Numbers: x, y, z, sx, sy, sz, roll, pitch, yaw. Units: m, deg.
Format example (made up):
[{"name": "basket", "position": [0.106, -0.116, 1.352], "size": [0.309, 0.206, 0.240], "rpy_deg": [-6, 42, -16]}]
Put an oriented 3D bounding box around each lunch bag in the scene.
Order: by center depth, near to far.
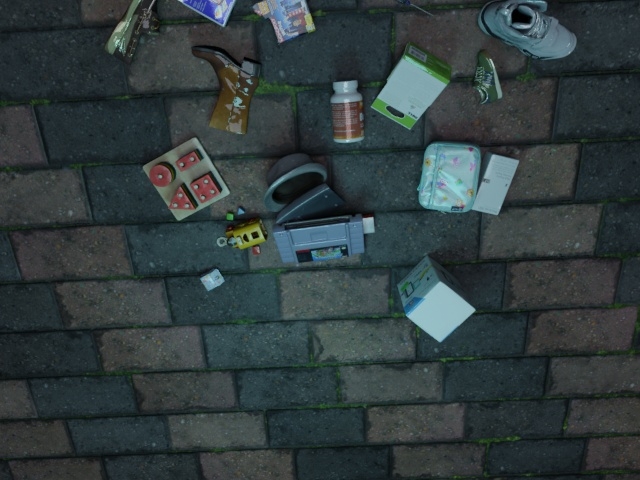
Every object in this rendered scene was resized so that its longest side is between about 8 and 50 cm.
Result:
[{"name": "lunch bag", "position": [0.496, -0.244, 1.820], "size": [0.224, 0.108, 0.279], "rpy_deg": [8, 110, 12]}, {"name": "lunch bag", "position": [-0.468, 0.167, 2.026], "size": [0.083, 0.053, 0.071], "rpy_deg": [-26, 111, 0]}]

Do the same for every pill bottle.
[{"name": "pill bottle", "position": [0.099, -0.480, 1.738], "size": [0.121, 0.121, 0.216], "rpy_deg": [-5, 112, 2]}]

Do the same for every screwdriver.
[{"name": "screwdriver", "position": [0.328, -0.831, 1.660], "size": [0.170, 0.024, 0.025], "rpy_deg": [24, 139, -16]}]

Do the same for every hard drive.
[{"name": "hard drive", "position": [-0.040, -0.123, 1.869], "size": [0.254, 0.054, 0.172], "rpy_deg": [-32, 146, 16]}]

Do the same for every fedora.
[{"name": "fedora", "position": [-0.114, -0.240, 1.803], "size": [0.275, 0.244, 0.124], "rpy_deg": [-31, 68, 11]}]

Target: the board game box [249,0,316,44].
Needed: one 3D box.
[{"name": "board game box", "position": [-0.138, -0.803, 1.646], "size": [0.194, 0.060, 0.194], "rpy_deg": [-18, 110, 8]}]

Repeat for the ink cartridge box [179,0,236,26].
[{"name": "ink cartridge box", "position": [-0.382, -0.888, 1.619], "size": [0.208, 0.045, 0.206], "rpy_deg": [27, 109, -11]}]

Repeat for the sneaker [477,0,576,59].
[{"name": "sneaker", "position": [0.733, -0.717, 1.598], "size": [0.365, 0.210, 0.137], "rpy_deg": [18, 110, -7]}]

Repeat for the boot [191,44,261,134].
[{"name": "boot", "position": [-0.373, -0.560, 1.744], "size": [0.264, 0.096, 0.280], "rpy_deg": [14, 118, -14]}]

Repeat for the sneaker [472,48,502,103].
[{"name": "sneaker", "position": [0.600, -0.593, 1.724], "size": [0.086, 0.064, 0.192], "rpy_deg": [-27, 112, 5]}]

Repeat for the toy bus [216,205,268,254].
[{"name": "toy bus", "position": [-0.319, -0.017, 1.926], "size": [0.191, 0.104, 0.202], "rpy_deg": [23, 109, -8]}]

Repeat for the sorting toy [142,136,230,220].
[{"name": "sorting toy", "position": [-0.535, -0.232, 1.851], "size": [0.255, 0.089, 0.257], "rpy_deg": [-26, 109, 10]}]

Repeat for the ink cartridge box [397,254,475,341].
[{"name": "ink cartridge box", "position": [0.468, 0.233, 1.936], "size": [0.197, 0.270, 0.198], "rpy_deg": [38, 106, -12]}]

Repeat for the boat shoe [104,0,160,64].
[{"name": "boat shoe", "position": [-0.615, -0.768, 1.637], "size": [0.123, 0.123, 0.342], "rpy_deg": [35, 108, -27]}]

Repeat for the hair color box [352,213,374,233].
[{"name": "hair color box", "position": [0.151, -0.063, 1.941], "size": [0.141, 0.043, 0.072], "rpy_deg": [-6, 112, 1]}]

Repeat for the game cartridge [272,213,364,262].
[{"name": "game cartridge", "position": [0.000, 0.000, 1.902], "size": [0.355, 0.068, 0.230], "rpy_deg": [-7, 140, 3]}]

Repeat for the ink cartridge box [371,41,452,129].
[{"name": "ink cartridge box", "position": [0.329, -0.564, 1.730], "size": [0.188, 0.097, 0.255], "rpy_deg": [27, 143, -10]}]

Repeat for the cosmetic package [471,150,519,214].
[{"name": "cosmetic package", "position": [0.680, -0.227, 1.858], "size": [0.117, 0.085, 0.231], "rpy_deg": [12, 110, -4]}]
